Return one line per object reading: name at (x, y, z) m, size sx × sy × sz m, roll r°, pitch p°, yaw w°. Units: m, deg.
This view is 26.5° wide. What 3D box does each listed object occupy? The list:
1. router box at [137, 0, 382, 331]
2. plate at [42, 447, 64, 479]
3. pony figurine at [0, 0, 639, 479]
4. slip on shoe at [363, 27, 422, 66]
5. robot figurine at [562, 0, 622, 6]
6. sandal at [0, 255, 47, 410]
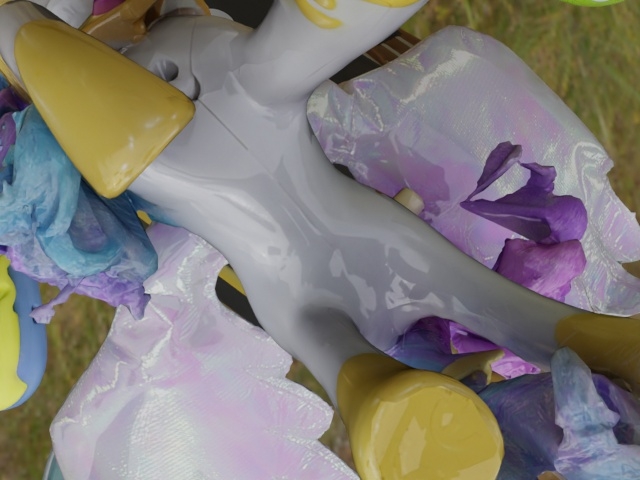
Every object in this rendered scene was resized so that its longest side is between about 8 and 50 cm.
router box at (-0.053, -0.049, 0.828) m, size 0.081 × 0.309 × 0.243 m, roll -48°, pitch 161°, yaw -23°
plate at (-0.186, 0.215, 1.108) m, size 0.024 × 0.188 × 0.188 m, roll 3°, pitch 156°, yaw 23°
pony figurine at (0.000, 0.000, 0.525) m, size 0.303 × 0.363 × 0.351 m, roll -45°, pitch 114°, yaw -9°
slip on shoe at (0.037, -0.095, 0.783) m, size 0.051 × 0.135 × 0.041 m, roll -27°, pitch 147°, yaw -38°
robot figurine at (0.105, -0.117, 0.444) m, size 0.115 × 0.067 × 0.101 m, roll -27°, pitch -156°, yaw -32°
sandal at (-0.245, -0.028, 0.943) m, size 0.126 × 0.317 × 0.138 m, roll -33°, pitch 154°, yaw 24°
